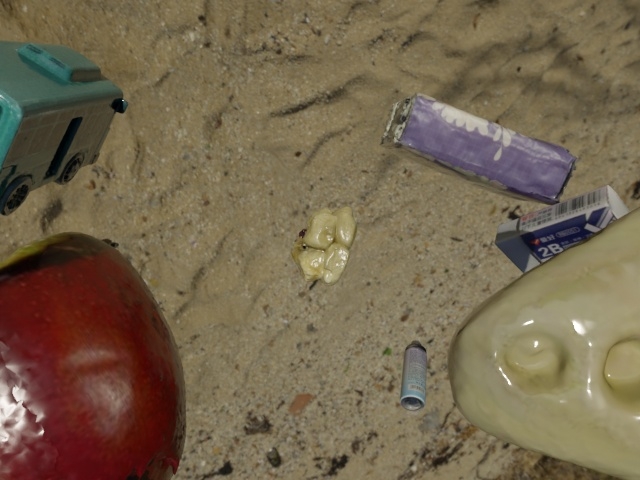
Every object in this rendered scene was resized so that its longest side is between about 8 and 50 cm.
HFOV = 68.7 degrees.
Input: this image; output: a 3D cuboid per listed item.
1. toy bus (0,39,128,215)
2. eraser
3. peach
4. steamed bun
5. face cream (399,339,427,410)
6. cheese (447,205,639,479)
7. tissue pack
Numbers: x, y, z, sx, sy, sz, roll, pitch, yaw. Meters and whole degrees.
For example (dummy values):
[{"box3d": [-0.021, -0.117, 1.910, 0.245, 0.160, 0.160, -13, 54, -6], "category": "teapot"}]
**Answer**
[{"box3d": [-0.324, -0.135, 0.505, 0.128, 0.256, 0.147, 32, 108, -13], "category": "toy bus"}, {"box3d": [0.447, -0.008, 0.857, 0.124, 0.210, 0.068, 39, 52, -21], "category": "eraser"}, {"box3d": [-0.319, 0.191, 0.515, 0.339, 0.353, 0.417, -62, 160, -76], "category": "peach"}, {"box3d": [0.000, 0.000, 1.054, 0.106, 0.177, 0.192, 23, 98, -18], "category": "steamed bun"}, {"box3d": [0.286, 0.400, 1.424, 0.229, 0.075, 0.075, -68, 174, -52], "category": "face cream"}, {"box3d": [0.304, 0.150, 0.428, 0.328, 0.351, 0.129, -22, 166, 3], "category": "cheese"}, {"box3d": [0.303, -0.186, 0.969, 0.343, 0.242, 0.125, 19, 101, -5], "category": "tissue pack"}]
